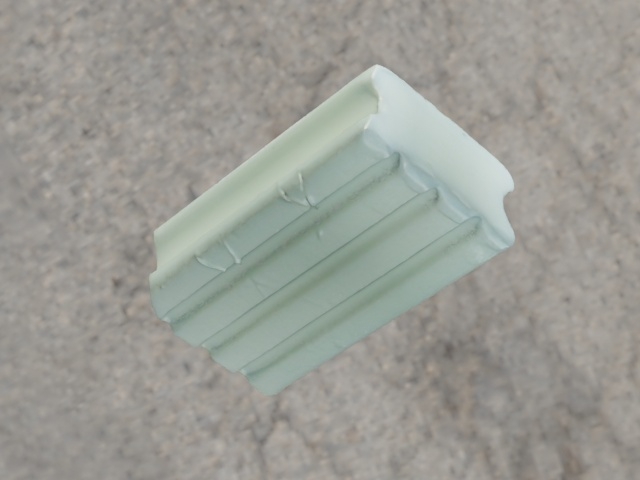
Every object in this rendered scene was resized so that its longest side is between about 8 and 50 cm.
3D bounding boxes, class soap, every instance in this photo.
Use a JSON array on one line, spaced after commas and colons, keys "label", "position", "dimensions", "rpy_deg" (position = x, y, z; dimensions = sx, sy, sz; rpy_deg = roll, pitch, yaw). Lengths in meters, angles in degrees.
[{"label": "soap", "position": [0.000, 0.000, 0.858], "dimensions": [0.119, 0.198, 0.066], "rpy_deg": [38, 36, -26]}]
